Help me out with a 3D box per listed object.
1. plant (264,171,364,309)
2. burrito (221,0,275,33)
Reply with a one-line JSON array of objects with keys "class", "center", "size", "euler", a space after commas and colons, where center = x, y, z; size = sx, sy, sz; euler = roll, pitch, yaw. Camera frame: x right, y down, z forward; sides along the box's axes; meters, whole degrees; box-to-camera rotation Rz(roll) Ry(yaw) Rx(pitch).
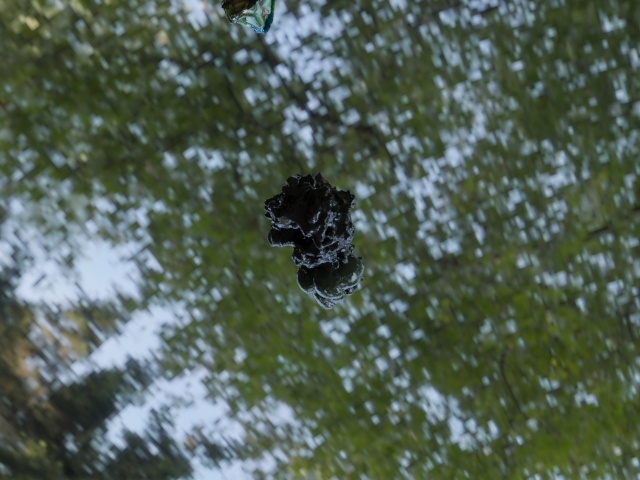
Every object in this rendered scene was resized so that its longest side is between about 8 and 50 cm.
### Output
[{"class": "plant", "center": [0.000, 0.000, 1.472], "size": [0.085, 0.174, 0.087], "euler": [-14, -126, 6]}, {"class": "burrito", "center": [-0.051, -0.334, 1.779], "size": [0.054, 0.104, 0.288], "euler": [1, -116, 16]}]
